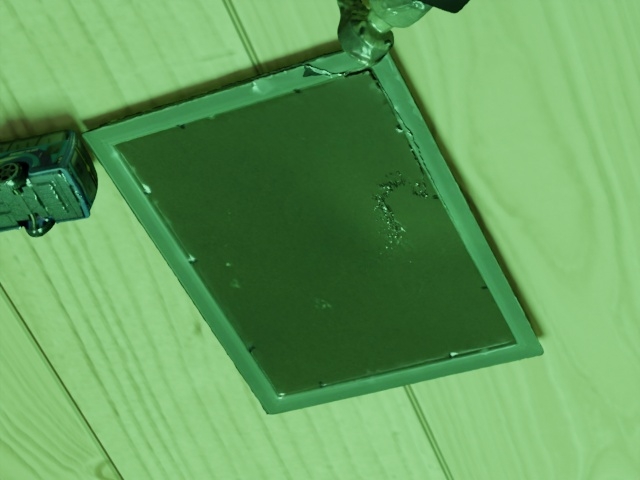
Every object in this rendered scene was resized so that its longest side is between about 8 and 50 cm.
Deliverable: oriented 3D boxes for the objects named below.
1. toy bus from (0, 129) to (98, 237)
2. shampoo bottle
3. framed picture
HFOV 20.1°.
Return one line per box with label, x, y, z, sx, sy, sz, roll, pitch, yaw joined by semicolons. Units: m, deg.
toy bus;-0.217;-0.033;1.163;0.153;0.061;0.051;-10;130;20
shampoo bottle;0.077;-0.175;0.987;0.057;0.063;0.208;25;130;-25
framed picture;0.000;0.000;1.182;0.216;0.016;0.273;-14;127;22
